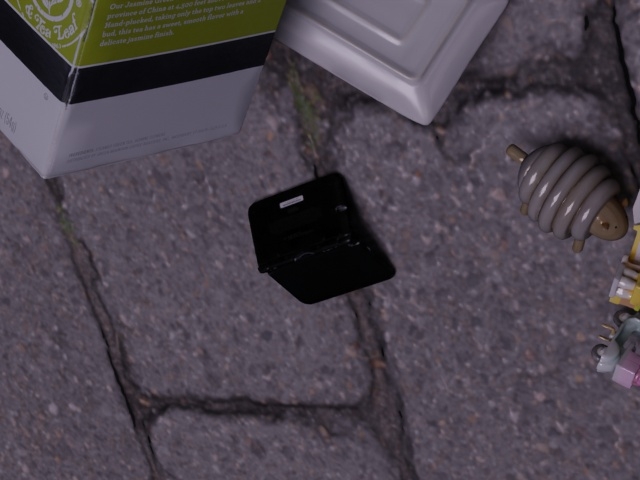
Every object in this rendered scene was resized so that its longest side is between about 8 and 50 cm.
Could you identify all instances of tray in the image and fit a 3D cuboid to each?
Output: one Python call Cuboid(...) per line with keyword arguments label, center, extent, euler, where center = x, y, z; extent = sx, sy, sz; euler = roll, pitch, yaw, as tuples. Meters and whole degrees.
Cuboid(label="tray", center=(0.018, -0.229, 1.523), extent=(0.270, 0.030, 0.145), euler=(32, 85, 9))

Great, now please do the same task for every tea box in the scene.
Cuboid(label="tea box", center=(-0.197, -0.286, 1.429), extent=(0.329, 0.220, 0.323), euler=(44, 130, 29))

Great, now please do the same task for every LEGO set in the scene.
Cuboid(label="LEGO set", center=(0.317, 0.014, 1.489), extent=(0.107, 0.132, 0.287), euler=(20, 147, 11))

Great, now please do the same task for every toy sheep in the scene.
Cuboid(label="toy sheep", center=(0.219, -0.043, 1.542), extent=(0.132, 0.091, 0.091), euler=(33, 128, 15))

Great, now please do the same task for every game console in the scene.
Cuboid(label="game console", center=(0.000, 0.000, 1.734), extent=(0.122, 0.071, 0.107), euler=(-20, 76, 35))
